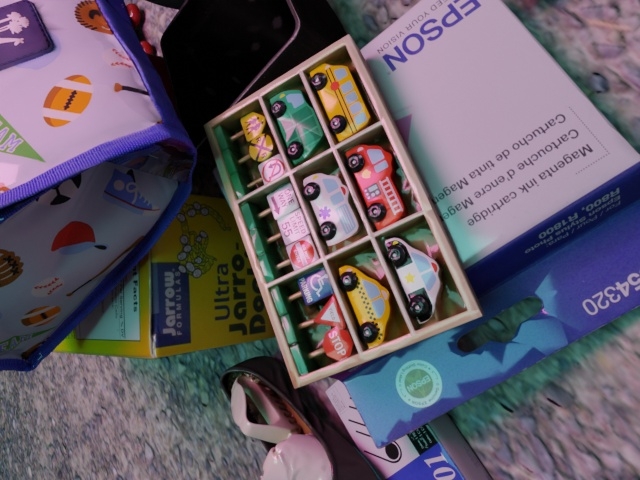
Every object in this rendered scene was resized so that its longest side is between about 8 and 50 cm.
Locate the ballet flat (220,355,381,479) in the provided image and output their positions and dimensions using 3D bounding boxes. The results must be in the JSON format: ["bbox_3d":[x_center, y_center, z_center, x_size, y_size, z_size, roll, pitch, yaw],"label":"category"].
[{"bbox_3d":[-0.039,0.234,0.568,0.280,0.096,0.095,34,106,48],"label":"ballet flat"}]

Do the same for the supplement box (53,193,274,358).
[{"bbox_3d":[-0.261,0.057,0.728,0.356,0.195,0.194,-8,84,39],"label":"supplement box"}]

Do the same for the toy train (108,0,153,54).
[{"bbox_3d":[-0.374,-0.307,0.902,0.143,0.105,0.248,-37,69,46],"label":"toy train"}]

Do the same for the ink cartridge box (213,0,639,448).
[{"bbox_3d":[0.093,-0.028,0.460,0.324,0.071,0.330,-36,68,14],"label":"ink cartridge box"}]

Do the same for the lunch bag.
[{"bbox_3d":[-0.335,-0.092,0.515,0.385,0.239,0.328,-39,71,16],"label":"lunch bag"}]

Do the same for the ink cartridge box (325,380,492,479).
[{"bbox_3d":[0.097,0.220,0.525,0.097,0.046,0.207,-50,60,28],"label":"ink cartridge box"}]

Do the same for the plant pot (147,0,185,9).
[{"bbox_3d":[-0.141,-0.414,0.627,0.293,0.196,0.293,-17,63,36],"label":"plant pot"}]

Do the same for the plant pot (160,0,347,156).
[{"bbox_3d":[-0.053,-0.204,0.579,0.188,0.166,0.188,-37,59,31],"label":"plant pot"}]

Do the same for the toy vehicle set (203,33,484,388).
[{"bbox_3d":[0.008,-0.026,0.439,0.165,0.035,0.267,-27,73,18],"label":"toy vehicle set"}]

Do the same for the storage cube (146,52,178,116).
[{"bbox_3d":[-0.307,-0.189,0.738,0.214,0.183,0.193,17,106,12],"label":"storage cube"}]
